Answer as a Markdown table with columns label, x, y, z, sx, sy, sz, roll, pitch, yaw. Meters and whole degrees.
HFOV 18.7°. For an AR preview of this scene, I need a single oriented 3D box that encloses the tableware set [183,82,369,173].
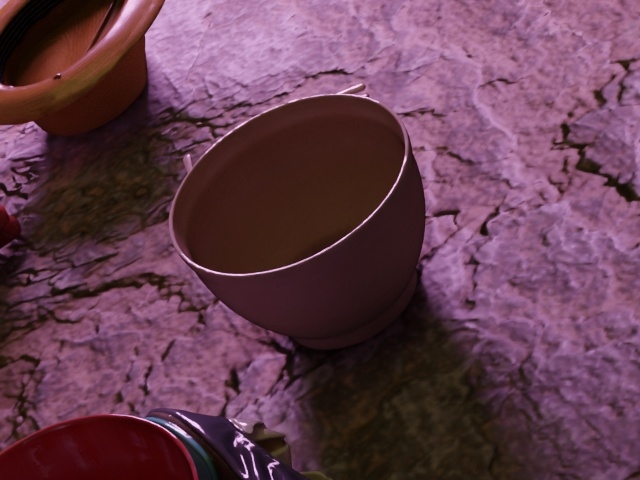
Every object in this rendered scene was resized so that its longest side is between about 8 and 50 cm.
| label | x | y | z | sx | sy | sz | roll | pitch | yaw |
| --- | --- | --- | --- | --- | --- | --- | --- | --- | --- |
| tableware set | -0.022 | -0.049 | 1.380 | 0.154 | 0.024 | 0.104 | -22 | 41 | 7 |

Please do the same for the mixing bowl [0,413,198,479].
| label | x | y | z | sx | sy | sz | roll | pitch | yaw |
| --- | --- | --- | --- | --- | --- | --- | --- | --- | --- |
| mixing bowl | -0.132 | 0.199 | 1.103 | 0.181 | 0.098 | 0.181 | -17 | 38 | 14 |

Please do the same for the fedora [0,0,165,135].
| label | x | y | z | sx | sy | sz | roll | pitch | yaw |
| --- | --- | --- | --- | --- | --- | --- | --- | --- | --- |
| fedora | -0.192 | -0.145 | 1.545 | 0.194 | 0.079 | 0.194 | -18 | 42 | 16 |

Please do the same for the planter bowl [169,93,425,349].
| label | x | y | z | sx | sy | sz | roll | pitch | yaw |
| --- | --- | --- | --- | --- | --- | --- | --- | --- | --- |
| planter bowl | 0.000 | 0.000 | 1.237 | 0.162 | 0.109 | 0.162 | -18 | 39 | 15 |

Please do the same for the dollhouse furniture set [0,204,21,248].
| label | x | y | z | sx | sy | sz | roll | pitch | yaw |
| --- | --- | --- | --- | --- | --- | --- | --- | --- | --- |
| dollhouse furniture set | -0.360 | -0.090 | 1.503 | 0.152 | 0.201 | 0.374 | -30 | 44 | -2 |

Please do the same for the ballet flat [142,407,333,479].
| label | x | y | z | sx | sy | sz | roll | pitch | yaw |
| --- | --- | --- | --- | --- | --- | --- | --- | --- | --- |
| ballet flat | -0.036 | 0.146 | 1.137 | 0.074 | 0.074 | 0.203 | -41 | 33 | -15 |
